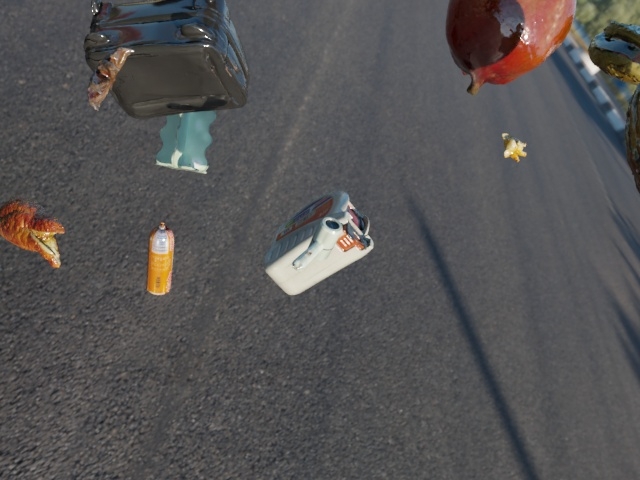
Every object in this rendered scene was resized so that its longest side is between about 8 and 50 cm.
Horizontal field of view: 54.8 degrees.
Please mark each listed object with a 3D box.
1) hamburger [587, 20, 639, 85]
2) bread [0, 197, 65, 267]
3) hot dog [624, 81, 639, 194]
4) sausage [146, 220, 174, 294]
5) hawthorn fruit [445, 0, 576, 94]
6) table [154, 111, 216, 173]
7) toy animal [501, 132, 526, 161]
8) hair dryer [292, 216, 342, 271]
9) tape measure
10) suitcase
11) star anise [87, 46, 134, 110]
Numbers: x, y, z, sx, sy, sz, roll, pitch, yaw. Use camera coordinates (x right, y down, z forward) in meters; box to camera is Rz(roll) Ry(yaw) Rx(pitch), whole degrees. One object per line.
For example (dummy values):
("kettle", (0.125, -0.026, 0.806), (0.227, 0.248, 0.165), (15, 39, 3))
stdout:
("hamburger", (0.840, -0.470, 1.583), (0.285, 0.134, 0.265), (-2, 29, -29))
("bread", (-0.764, -0.032, 1.619), (0.269, 0.139, 0.095), (26, 24, 36))
("hot dog", (0.516, -0.127, 0.907), (0.196, 0.122, 0.272), (34, 47, -54))
("sausage", (-0.451, 0.045, 1.738), (0.071, 0.234, 0.071), (10, 35, -7))
("hawthorn fruit", (0.396, -0.486, 1.315), (0.295, 0.295, 0.311), (48, 60, -8))
("table", (-0.406, -0.313, 1.866), (0.166, 0.166, 0.198), (7, 93, -52))
("toy animal", (0.499, -0.244, 1.623), (0.083, 0.081, 0.060), (10, 81, -34))
("hair dryer", (-0.013, 0.016, 1.185), (0.047, 0.082, 0.137), (36, 41, 11))
("tape measure", (0.000, 0.000, 1.467), (0.130, 0.258, 0.265), (47, 26, -18))
("suitcase", (-0.366, -0.443, 1.532), (0.339, 0.345, 0.188), (65, 22, -66))
("star anise", (-0.388, -0.299, 1.118), (0.042, 0.141, 0.141), (30, 35, -22))
